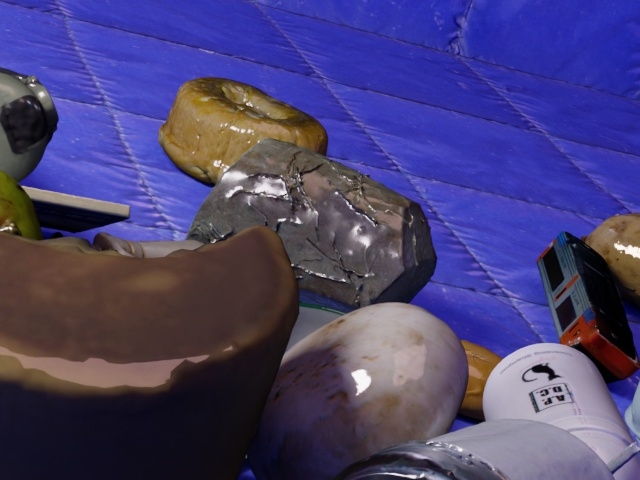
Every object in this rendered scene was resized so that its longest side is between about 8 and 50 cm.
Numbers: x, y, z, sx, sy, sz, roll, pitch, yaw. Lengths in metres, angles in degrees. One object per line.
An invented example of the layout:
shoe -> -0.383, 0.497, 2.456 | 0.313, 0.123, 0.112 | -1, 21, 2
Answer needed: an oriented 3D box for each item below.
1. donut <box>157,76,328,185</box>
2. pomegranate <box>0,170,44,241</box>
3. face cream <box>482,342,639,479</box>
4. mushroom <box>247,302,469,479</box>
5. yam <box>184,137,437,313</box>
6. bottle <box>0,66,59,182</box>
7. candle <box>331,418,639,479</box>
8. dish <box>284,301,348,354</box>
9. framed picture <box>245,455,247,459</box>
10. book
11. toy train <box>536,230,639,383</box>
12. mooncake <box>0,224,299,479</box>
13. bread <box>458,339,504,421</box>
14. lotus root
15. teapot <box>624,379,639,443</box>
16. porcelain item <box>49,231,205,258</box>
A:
donut -> -0.115, -0.148, 2.652 | 0.261, 0.128, 0.208 | 26, 20, 25
pomegranate -> -0.397, 0.004, 1.832 | 0.246, 0.198, 0.198 | 26, 19, 29
face cream -> 0.268, 0.243, 1.876 | 0.145, 0.145, 0.370 | 16, 17, -10
mushroom -> 0.057, 0.190, 1.761 | 0.243, 0.243, 0.243 | 17, 18, -6
yam -> 0.003, -0.004, 2.275 | 0.271, 0.201, 0.202 | 31, 22, 15
bottle -> -0.421, -0.142, 2.138 | 0.168, 0.168, 0.347 | 10, 4, -26
candle -> 0.140, 0.271, 1.567 | 0.221, 0.221, 0.342 | 29, 17, 28
dish -> 0.020, 0.153, 1.995 | 0.224, 0.078, 0.246 | -2, 27, -47
framed picture -> -0.134, 0.181, 1.871 | 0.183, 0.011, 0.142 | 28, 20, 24
book -> -0.360, -0.042, 2.052 | 0.228, 0.018, 0.322 | 10, -5, -17
toy train -> 0.365, 0.099, 2.480 | 0.086, 0.089, 0.409 | 40, 16, -11
mooncake -> -0.241, 0.097, 1.623 | 0.394, 0.246, 0.393 | 28, 29, 26
bread -> 0.168, 0.161, 2.133 | 0.189, 0.077, 0.114 | 17, 14, 1
lotus root -> 0.531, 0.045, 2.716 | 0.284, 0.146, 0.160 | 29, 35, 21
teapot -> 0.472, 0.199, 2.210 | 0.232, 0.159, 0.159 | 9, 21, -29
porcelain item -> -0.231, 0.023, 2.156 | 0.213, 0.054, 0.084 | 4, 21, -41
